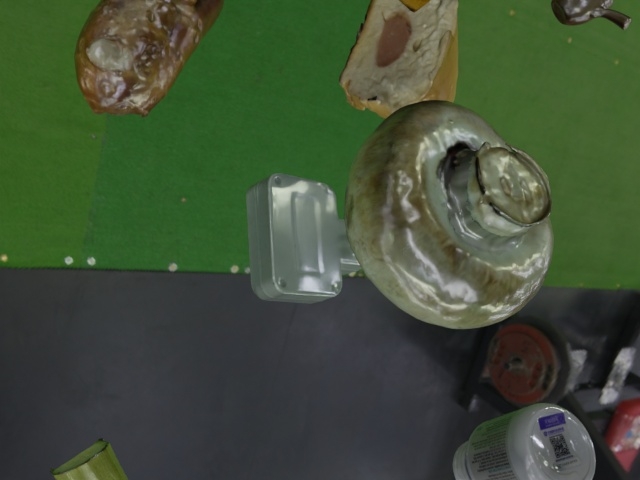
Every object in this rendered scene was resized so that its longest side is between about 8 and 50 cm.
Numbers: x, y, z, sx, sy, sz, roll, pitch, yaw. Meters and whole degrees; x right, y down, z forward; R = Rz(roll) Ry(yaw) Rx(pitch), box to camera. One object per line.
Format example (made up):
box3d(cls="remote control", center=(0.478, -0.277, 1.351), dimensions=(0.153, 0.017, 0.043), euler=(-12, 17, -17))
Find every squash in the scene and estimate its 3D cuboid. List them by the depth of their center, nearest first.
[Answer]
box3d(cls="squash", center=(-0.446, 0.554, 1.347), dimensions=(0.137, 0.287, 0.137), euler=(-37, 159, -16))

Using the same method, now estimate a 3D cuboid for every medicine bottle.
box3d(cls="medicine bottle", center=(0.297, 0.336, 0.975), dimensions=(0.135, 0.135, 0.215), euler=(-15, 160, -29))

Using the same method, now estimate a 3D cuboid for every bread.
box3d(cls="bread", center=(0.138, -0.327, 1.130), dimensions=(0.211, 0.184, 0.224), euler=(-45, 145, -47))

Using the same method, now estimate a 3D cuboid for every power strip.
box3d(cls="power strip", center=(0.000, 0.000, 1.219), dimensions=(0.261, 0.141, 0.229), euler=(9, 70, -40))

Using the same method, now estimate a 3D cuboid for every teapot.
box3d(cls="teapot", center=(0.371, -0.324, 0.866), dimensions=(0.080, 0.110, 0.085), euler=(-32, 151, 7))

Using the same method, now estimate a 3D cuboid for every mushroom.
box3d(cls="mushroom", center=(0.196, -0.043, 0.955), dimensions=(0.352, 0.260, 0.352), euler=(11, 65, -25))

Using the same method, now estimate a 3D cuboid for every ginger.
box3d(cls="ginger", center=(-0.286, -0.409, 1.094), dimensions=(0.418, 0.176, 0.254), euler=(-59, 172, -18))

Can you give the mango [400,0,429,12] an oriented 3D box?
box3d(cls="mango", center=(0.041, -0.433, 0.839), dimensions=(0.360, 0.144, 0.187), euler=(17, 119, -4))
